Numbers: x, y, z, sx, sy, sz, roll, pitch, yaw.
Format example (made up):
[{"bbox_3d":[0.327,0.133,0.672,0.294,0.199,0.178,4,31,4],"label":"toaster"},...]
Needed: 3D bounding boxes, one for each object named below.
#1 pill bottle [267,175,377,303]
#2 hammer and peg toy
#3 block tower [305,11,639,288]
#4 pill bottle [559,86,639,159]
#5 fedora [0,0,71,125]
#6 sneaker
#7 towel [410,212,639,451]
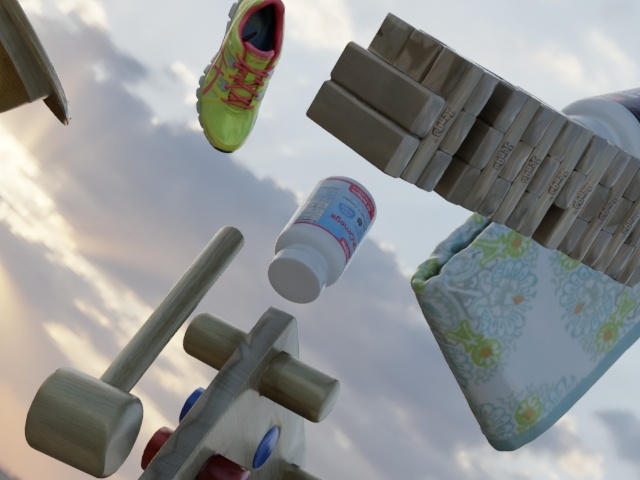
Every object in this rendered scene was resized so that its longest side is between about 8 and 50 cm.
[{"bbox_3d":[0.000,0.000,1.771,0.087,0.160,0.087,14,-49,17],"label":"pill bottle"},{"bbox_3d":[-0.085,0.173,1.122,0.127,0.266,0.361,26,-32,19],"label":"hammer and peg toy"},{"bbox_3d":[0.145,-0.057,1.097,0.335,0.091,0.097,20,15,-47],"label":"block tower"},{"bbox_3d":[0.282,-0.089,1.479,0.108,0.108,0.193,36,28,25],"label":"pill bottle"},{"bbox_3d":[-0.296,-0.170,1.368,0.194,0.079,0.194,56,-11,17],"label":"fedora"},{"bbox_3d":[-0.091,-0.207,1.828,0.081,0.208,0.094,13,1,-20],"label":"sneaker"},{"bbox_3d":[0.304,0.054,2.012,0.090,0.374,0.320,22,-31,52],"label":"towel"}]
